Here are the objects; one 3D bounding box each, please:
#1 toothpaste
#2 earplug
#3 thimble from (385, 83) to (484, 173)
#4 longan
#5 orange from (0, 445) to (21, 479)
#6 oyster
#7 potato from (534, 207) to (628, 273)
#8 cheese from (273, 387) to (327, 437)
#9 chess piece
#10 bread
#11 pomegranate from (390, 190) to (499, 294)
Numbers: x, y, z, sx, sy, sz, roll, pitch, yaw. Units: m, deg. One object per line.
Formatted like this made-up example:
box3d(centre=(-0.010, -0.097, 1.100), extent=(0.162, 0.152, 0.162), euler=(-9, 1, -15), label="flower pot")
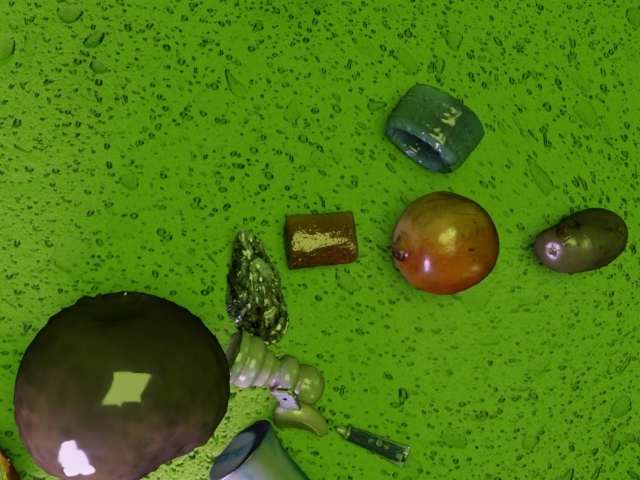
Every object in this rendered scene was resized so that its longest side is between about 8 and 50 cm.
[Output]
box3d(centre=(0.126, 0.493, 1.968), extent=(0.197, 0.035, 0.057), euler=(25, 88, -11), label="toothpaste")
box3d(centre=(-0.080, 0.589, 1.856), extent=(0.185, 0.185, 0.324), euler=(-44, 100, -13), label="earplug")
box3d(centre=(0.274, -0.277, 2.006), extent=(0.235, 0.198, 0.143), euler=(33, 79, 23), label="thimble")
box3d(centre=(-0.420, 0.296, 1.697), extent=(0.436, 0.404, 0.404), euler=(-31, 91, -7), label="longan")
box3d(centre=(-0.755, 0.569, 1.696), extent=(0.263, 0.196, 0.334), euler=(-29, 95, -28), label="orange")
box3d(centre=(-0.146, 0.118, 1.942), extent=(0.199, 0.087, 0.252), euler=(20, 92, -9), label="oyster")
box3d(centre=(0.673, 0.001, 2.071), extent=(0.262, 0.165, 0.165), euler=(-14, 87, -15), label="potato")
box3d(centre=(-0.058, 0.390, 1.856), extent=(0.127, 0.235, 0.049), euler=(4, 60, 12), label="cheese")
box3d(centre=(-0.103, 0.309, 1.899), extent=(0.243, 0.133, 0.133), euler=(24, 80, -14), label="chess piece")
box3d(centre=(0.000, 0.000, 1.961), extent=(0.172, 0.103, 0.132), euler=(-5, 79, -12), label="bread")
box3d(centre=(0.289, 0.005, 1.945), extent=(0.264, 0.264, 0.264), euler=(1, 84, -12), label="pomegranate")
